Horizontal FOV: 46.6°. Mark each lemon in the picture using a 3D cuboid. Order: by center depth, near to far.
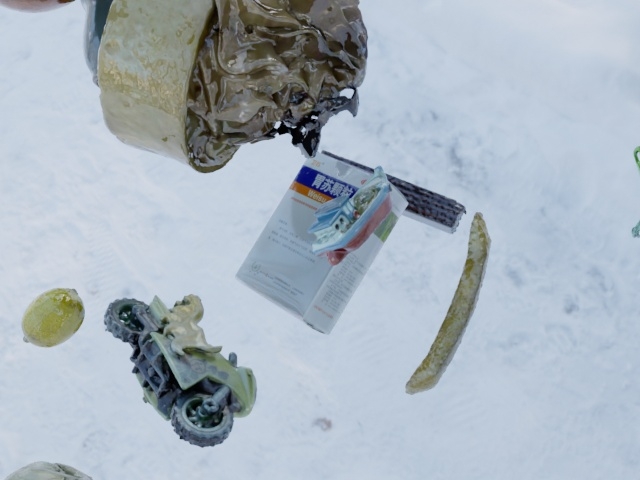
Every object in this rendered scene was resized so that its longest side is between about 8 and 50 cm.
[{"bbox_3d":[-0.413,0.122,1.140,0.110,0.082,0.082,-45,54,0],"label":"lemon"}]

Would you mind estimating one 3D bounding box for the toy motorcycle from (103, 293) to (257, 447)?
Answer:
[{"bbox_3d":[-0.288,0.262,1.591,0.410,0.237,0.169,46,119,28],"label":"toy motorcycle"}]

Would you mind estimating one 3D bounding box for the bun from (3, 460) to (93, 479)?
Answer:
[{"bbox_3d":[-0.507,0.487,1.420,0.237,0.210,0.116,-5,59,45],"label":"bun"}]

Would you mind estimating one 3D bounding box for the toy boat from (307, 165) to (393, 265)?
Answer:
[{"bbox_3d":[0.043,-0.039,0.937,0.069,0.059,0.173,-20,21,46],"label":"toy boat"}]

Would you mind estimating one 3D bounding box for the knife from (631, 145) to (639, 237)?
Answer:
[{"bbox_3d":[0.573,-0.089,1.322,0.022,0.078,0.166,8,70,-9],"label":"knife"}]

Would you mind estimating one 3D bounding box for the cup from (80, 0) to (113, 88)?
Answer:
[{"bbox_3d":[-0.347,-0.339,1.322,0.199,0.199,0.150,7,75,20],"label":"cup"}]

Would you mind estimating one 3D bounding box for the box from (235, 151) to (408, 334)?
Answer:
[{"bbox_3d":[0.000,0.000,1.412,0.200,0.106,0.299,27,84,39],"label":"box"}]

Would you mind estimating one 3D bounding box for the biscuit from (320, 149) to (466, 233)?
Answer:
[{"bbox_3d":[0.168,-0.117,1.824,0.388,0.107,0.073,22,87,14],"label":"biscuit"}]

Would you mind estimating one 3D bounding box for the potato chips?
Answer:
[{"bbox_3d":[0.277,0.130,1.504,0.080,0.057,0.407,18,80,33],"label":"potato chips"}]

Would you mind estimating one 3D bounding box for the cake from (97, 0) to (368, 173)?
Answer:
[{"bbox_3d":[-0.101,-0.238,1.051,0.321,0.332,0.332,18,61,11],"label":"cake"}]

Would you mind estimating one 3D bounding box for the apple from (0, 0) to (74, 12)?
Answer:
[{"bbox_3d":[-0.456,-0.488,1.155,0.253,0.253,0.254,-8,53,11],"label":"apple"}]
